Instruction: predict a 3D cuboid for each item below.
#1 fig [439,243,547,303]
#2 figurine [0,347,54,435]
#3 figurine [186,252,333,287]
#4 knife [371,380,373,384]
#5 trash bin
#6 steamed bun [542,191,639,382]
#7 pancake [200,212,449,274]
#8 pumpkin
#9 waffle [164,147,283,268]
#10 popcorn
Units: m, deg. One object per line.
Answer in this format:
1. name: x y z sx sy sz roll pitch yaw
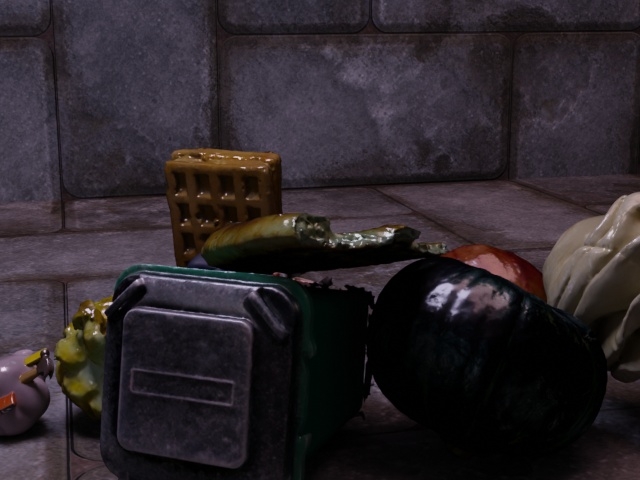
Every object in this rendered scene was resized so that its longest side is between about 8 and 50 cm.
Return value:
1. fig: 0.267 0.125 1.600 0.263 0.224 0.224 29 28 35
2. figurine: -0.459 0.214 1.452 0.229 0.112 0.137 -1 38 29
3. figurine: -0.129 0.096 1.810 0.265 0.175 0.197 1 27 47
4. knife: -0.036 0.221 1.590 0.244 0.032 0.058 -1 3 -24
5. trash bin: -0.080 0.176 1.296 0.259 0.295 0.381 5 3 22
6. steamed bun: 0.436 0.074 1.400 0.289 0.276 0.203 29 48 23
7. pancake: -0.005 0.001 1.309 0.305 0.066 0.427 -5 -6 14
8. pumpkin: 0.210 0.166 1.340 0.315 0.238 0.315 23 -3 1
9. waffle: -0.170 -0.009 1.937 0.224 0.327 0.098 5 26 17
10. popcorn: -0.261 0.170 1.459 0.221 0.183 0.204 7 13 15
